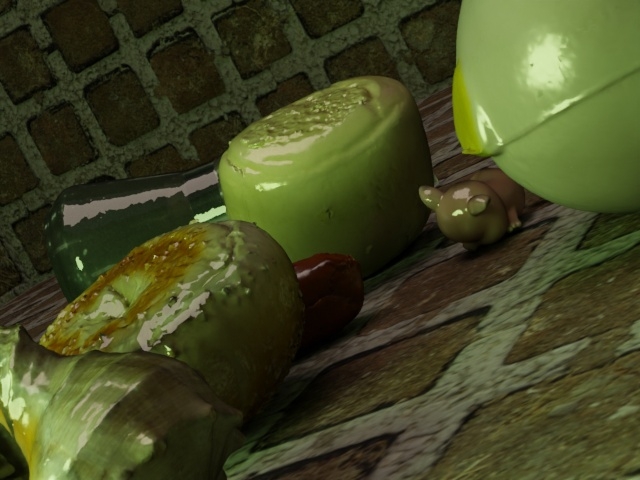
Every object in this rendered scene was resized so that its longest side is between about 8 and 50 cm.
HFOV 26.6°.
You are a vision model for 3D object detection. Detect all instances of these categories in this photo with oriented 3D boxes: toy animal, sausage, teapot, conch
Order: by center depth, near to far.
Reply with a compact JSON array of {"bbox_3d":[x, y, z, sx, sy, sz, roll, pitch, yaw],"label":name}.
[{"bbox_3d":[-0.200,0.176,0.922,0.324,0.186,0.263,15,37,42],"label":"conch"},{"bbox_3d":[-0.104,0.104,1.413,0.330,0.102,0.102,-25,8,15],"label":"sausage"},{"bbox_3d":[0.170,-0.039,1.451,0.083,0.089,0.150,-27,-2,30],"label":"toy animal"},{"bbox_3d":[-0.236,-0.003,2.186,0.344,0.253,0.300,-20,-23,7],"label":"teapot"}]

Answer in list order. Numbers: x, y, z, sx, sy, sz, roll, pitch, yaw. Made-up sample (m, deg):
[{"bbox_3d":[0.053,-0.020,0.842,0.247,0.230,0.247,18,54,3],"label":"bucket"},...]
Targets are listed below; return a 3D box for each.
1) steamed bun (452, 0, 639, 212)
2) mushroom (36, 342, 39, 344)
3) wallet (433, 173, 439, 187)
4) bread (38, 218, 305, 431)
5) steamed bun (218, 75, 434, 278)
[{"bbox_3d":[0.280,-0.184,1.187,0.334,0.334,0.374,-23,4,32],"label":"steamed bun"},{"bbox_3d":[-0.365,0.202,1.595,0.397,0.126,0.177,-20,30,48],"label":"mushroom"},{"bbox_3d":[0.117,-0.067,2.029,0.122,0.025,0.061,-20,9,44],"label":"wallet"},{"bbox_3d":[-0.140,0.107,1.233,0.305,0.159,0.305,-32,16,11],"label":"bread"},{"bbox_3d":[0.031,-0.057,1.594,0.273,0.232,0.166,-27,31,-21],"label":"steamed bun"}]
